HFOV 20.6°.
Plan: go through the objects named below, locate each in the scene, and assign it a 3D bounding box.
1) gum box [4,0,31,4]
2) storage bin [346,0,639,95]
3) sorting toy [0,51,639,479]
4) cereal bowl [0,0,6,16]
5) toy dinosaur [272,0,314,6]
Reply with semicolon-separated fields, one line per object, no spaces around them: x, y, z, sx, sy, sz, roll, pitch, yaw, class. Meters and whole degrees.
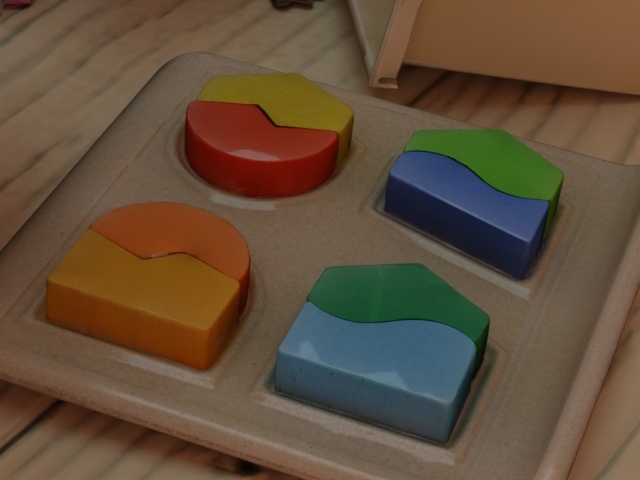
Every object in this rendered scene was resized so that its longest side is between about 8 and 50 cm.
-0.184;-0.169;0.790;0.107;0.062;0.188;-4;37;-5;gum box
0.091;-0.230;0.707;0.123;0.260;0.262;8;34;-13;storage bin
0.000;0.000;0.585;0.208;0.038;0.193;13;38;16;sorting toy
-0.238;-0.049;0.511;0.339;0.141;0.339;-17;10;3;cereal bowl
-0.065;-0.232;0.762;0.127;0.200;0.295;-2;36;-4;toy dinosaur
